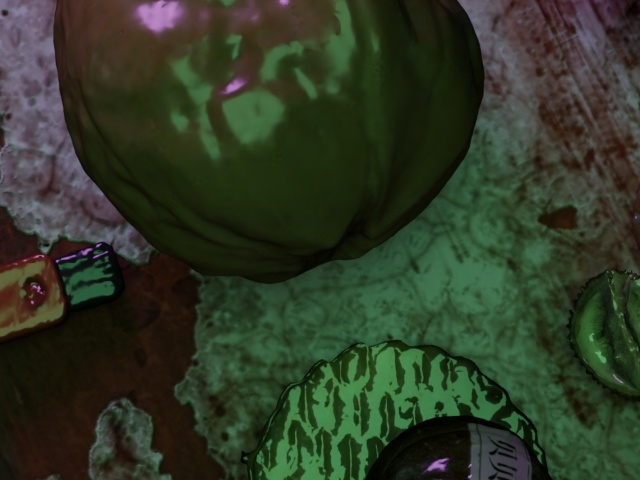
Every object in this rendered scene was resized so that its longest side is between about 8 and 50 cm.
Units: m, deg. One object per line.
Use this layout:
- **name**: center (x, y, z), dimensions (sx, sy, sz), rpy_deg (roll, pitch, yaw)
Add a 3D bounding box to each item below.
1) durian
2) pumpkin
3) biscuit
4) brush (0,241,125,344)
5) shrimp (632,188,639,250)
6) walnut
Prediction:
- **durian**: center (0.285, 0.088, 1.432), dimensions (0.110, 0.071, 0.140), rpy_deg (-24, 86, 38)
- **pumpkin**: center (0.111, 0.280, 1.303), dimensions (0.189, 0.260, 0.260), rpy_deg (20, 83, -10)
- **biscuit**: center (0.053, 0.184, 1.447), dimensions (0.273, 0.036, 0.187), rpy_deg (-19, 84, -1)
- **brush**: center (-0.335, 0.076, 1.466), dimensions (0.323, 0.051, 0.070), rpy_deg (-20, 85, -1)
- **shrimp**: center (0.334, 0.017, 1.461), dimensions (0.091, 0.043, 0.184), rpy_deg (-9, 76, 8)
- **walnut**: center (-0.043, -0.154, 1.361), dimensions (0.383, 0.383, 0.384), rpy_deg (0, 83, 2)
